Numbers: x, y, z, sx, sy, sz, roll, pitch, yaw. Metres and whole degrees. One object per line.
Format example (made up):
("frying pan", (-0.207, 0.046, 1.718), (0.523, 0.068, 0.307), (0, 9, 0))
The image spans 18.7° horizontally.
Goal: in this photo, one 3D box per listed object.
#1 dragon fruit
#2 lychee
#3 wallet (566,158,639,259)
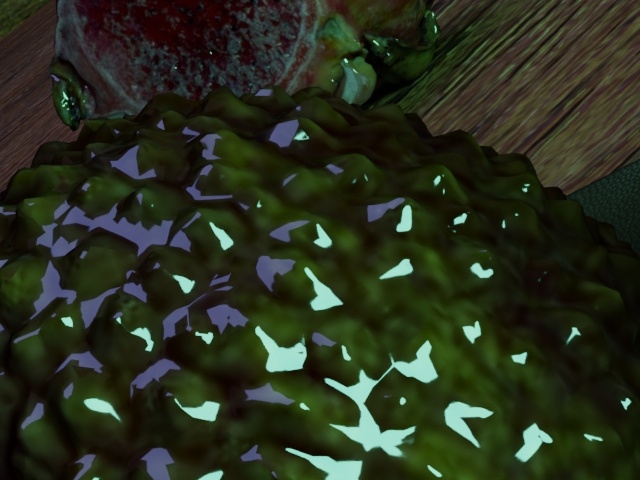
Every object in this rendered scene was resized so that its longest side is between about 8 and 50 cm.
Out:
("dragon fruit", (-0.044, -0.130, 1.037), (0.282, 0.211, 0.147), (-59, -4, 29))
("lychee", (-0.006, 0.048, 0.438), (0.188, 0.188, 0.188), (-34, 15, 11))
("wallet", (0.131, -0.014, 0.578), (0.198, 0.031, 0.110), (-28, 18, 29))
